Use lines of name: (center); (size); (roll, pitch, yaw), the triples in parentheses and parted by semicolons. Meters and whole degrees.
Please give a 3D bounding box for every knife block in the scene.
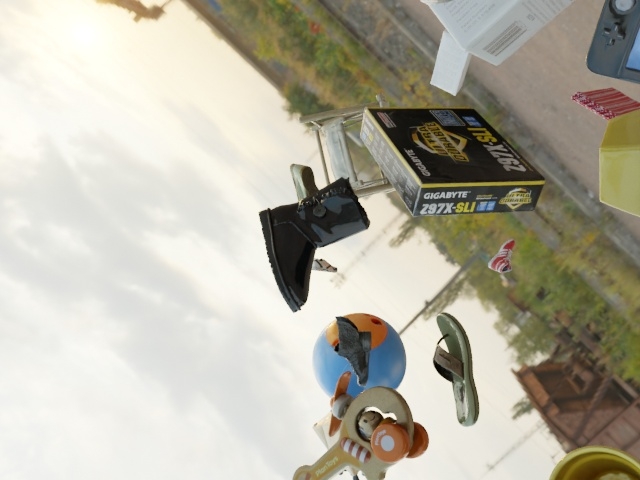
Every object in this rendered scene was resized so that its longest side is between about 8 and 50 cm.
knife block: (0.096, 0.578, 1.783); (0.242, 0.088, 0.275); (53, 153, 3)

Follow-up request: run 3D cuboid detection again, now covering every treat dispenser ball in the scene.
treat dispenser ball: (0.118, 0.363, 1.980); (0.288, 0.288, 0.288); (42, -171, -9)

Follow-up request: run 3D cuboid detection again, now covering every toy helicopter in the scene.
toy helicopter: (0.057, 0.466, 1.500); (0.140, 0.355, 0.235); (20, -150, -57)

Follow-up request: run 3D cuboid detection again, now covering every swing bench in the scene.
swing bench: (0.101, -0.248, 1.845); (0.165, 0.254, 0.253); (-2, -101, -77)

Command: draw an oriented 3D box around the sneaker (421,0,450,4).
sneaker: (0.239, -0.540, 1.327); (0.111, 0.103, 0.252); (18, -158, 42)

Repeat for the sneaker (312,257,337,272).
sneaker: (0.017, 0.081, 2.098); (0.040, 0.044, 0.109); (1, 172, 45)

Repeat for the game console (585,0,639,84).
game console: (0.569, -0.333, 0.952); (0.293, 0.250, 0.173); (20, -156, 17)

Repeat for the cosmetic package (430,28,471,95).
cosmetic package: (0.431, -0.584, 2.104); (0.099, 0.060, 0.239); (32, 156, 14)

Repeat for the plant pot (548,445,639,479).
plant pot: (0.694, 0.623, 1.546); (0.239, 0.254, 0.254); (27, -162, -52)

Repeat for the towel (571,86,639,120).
towel: (0.857, -0.352, 1.794); (0.199, 0.031, 0.275); (-14, -136, -32)

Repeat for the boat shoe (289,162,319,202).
boat shoe: (-0.038, -0.117, 1.557); (0.048, 0.056, 0.153); (21, 144, 34)

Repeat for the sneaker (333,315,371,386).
sneaker: (0.071, 0.260, 1.518); (0.089, 0.170, 0.051); (4, -161, -1)

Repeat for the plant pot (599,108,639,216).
plant pot: (0.724, -0.174, 1.432); (0.187, 0.212, 0.212); (5, 130, 31)

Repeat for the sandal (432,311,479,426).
sandal: (0.340, 0.329, 1.689); (0.120, 0.086, 0.303); (105, 160, -64)

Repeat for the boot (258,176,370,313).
boot: (0.000, 0.000, 1.266); (0.094, 0.207, 0.246); (61, -170, -54)

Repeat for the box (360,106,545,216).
box: (0.250, -0.167, 1.299); (0.257, 0.079, 0.322); (-1, -144, -16)

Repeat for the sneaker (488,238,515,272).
sneaker: (0.593, 0.053, 2.065); (0.042, 0.118, 0.067); (40, 178, -40)

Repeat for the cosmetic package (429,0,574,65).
cosmetic package: (0.439, -0.737, 1.726); (0.394, 0.327, 0.329); (57, -151, 12)
